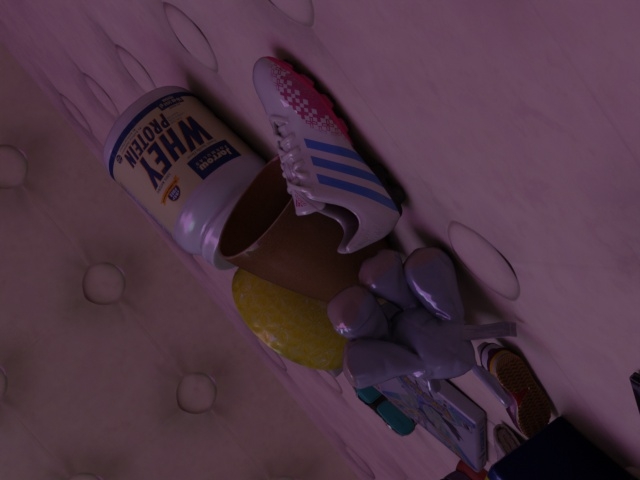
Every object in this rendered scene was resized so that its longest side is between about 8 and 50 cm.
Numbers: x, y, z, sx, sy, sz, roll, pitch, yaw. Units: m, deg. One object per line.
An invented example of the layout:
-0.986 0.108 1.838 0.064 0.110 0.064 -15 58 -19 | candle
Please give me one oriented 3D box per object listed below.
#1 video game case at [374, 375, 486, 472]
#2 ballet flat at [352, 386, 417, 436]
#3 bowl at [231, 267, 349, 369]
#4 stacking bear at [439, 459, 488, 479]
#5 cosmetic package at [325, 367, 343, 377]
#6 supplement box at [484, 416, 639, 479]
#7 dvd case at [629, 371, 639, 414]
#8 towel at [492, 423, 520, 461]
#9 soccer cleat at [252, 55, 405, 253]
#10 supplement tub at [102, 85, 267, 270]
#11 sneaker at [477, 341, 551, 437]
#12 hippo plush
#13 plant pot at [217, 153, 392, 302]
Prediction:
0.217 0.333 2.303 0.329 0.036 0.300 37 161 26 | video game case
0.139 0.362 2.554 0.241 0.091 0.077 55 -175 -12 | ballet flat
-0.008 0.089 2.073 0.289 0.289 0.156 45 121 15 | bowl
0.280 0.649 2.455 0.164 0.289 0.175 44 165 17 | stacking bear
-0.033 0.146 2.431 0.160 0.113 0.309 30 157 50 | cosmetic package
0.359 0.503 1.792 0.194 0.195 0.356 40 135 29 | supplement box
0.499 0.280 1.441 0.164 0.018 0.221 31 157 45 | dvd case
0.403 0.502 2.042 0.187 0.049 0.282 75 170 -49 | towel
-0.014 -0.125 1.636 0.331 0.143 0.116 50 165 -3 | soccer cleat
-0.241 -0.121 2.112 0.325 0.235 0.235 43 164 19 | supplement tub
0.318 0.243 1.786 0.185 0.069 0.084 63 169 -26 | sneaker
0.165 0.132 1.759 0.294 0.234 0.236 5 175 7 | hippo plush
0.000 0.000 1.826 0.254 0.237 0.237 36 170 -21 | plant pot
